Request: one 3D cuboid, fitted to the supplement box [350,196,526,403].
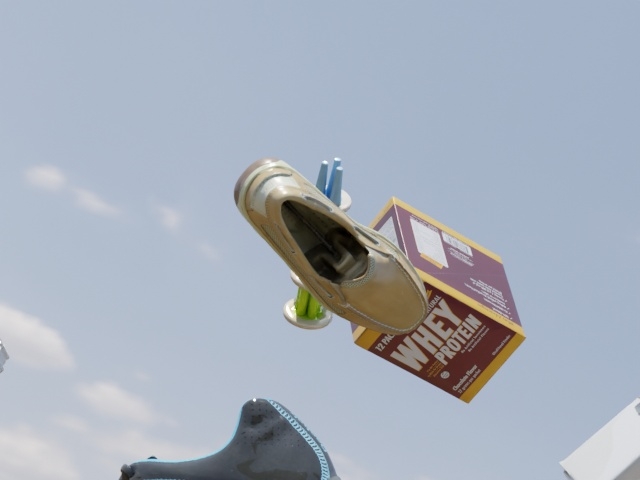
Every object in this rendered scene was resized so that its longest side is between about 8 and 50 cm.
[{"bbox_3d":[0.146,0.078,2.443,0.191,0.129,0.194,29,25,-21],"label":"supplement box"}]

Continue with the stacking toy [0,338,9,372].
[{"bbox_3d":[-0.339,0.002,1.710,0.052,0.221,0.167,-13,-51,3],"label":"stacking toy"}]

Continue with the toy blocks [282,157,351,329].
[{"bbox_3d":[0.000,0.000,1.907,0.054,0.123,0.148,9,-57,0],"label":"toy blocks"}]

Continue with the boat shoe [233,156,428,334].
[{"bbox_3d":[0.017,0.017,1.299,0.190,0.068,0.072,36,1,-34],"label":"boat shoe"}]

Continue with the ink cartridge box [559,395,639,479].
[{"bbox_3d":[0.463,0.249,2.066,0.223,0.307,0.129,49,1,-14],"label":"ink cartridge box"}]

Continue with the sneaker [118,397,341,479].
[{"bbox_3d":[-0.139,0.253,1.443,0.139,0.341,0.125,59,-8,15],"label":"sneaker"}]
